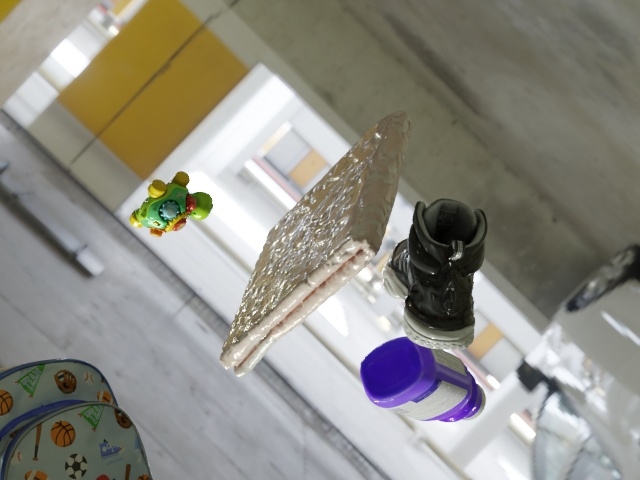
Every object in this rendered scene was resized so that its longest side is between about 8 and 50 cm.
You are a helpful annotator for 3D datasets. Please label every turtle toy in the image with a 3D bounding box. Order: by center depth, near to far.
[{"bbox_3d":[-0.213,-0.049,1.574,0.130,0.095,0.066,-25,-110,-47],"label":"turtle toy"}]

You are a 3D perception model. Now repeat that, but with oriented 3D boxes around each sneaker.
[{"bbox_3d":[0.141,0.015,1.293,0.101,0.153,0.268,6,-160,-6],"label":"sneaker"}]

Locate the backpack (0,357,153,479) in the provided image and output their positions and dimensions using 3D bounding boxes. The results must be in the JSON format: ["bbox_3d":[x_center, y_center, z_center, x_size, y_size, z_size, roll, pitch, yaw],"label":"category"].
[{"bbox_3d":[-0.331,0.272,1.254,0.276,0.213,0.263,-18,-93,-49],"label":"backpack"}]

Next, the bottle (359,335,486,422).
[{"bbox_3d":[0.169,0.221,1.636,0.283,0.118,0.092,28,-143,-54],"label":"bottle"}]

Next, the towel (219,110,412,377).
[{"bbox_3d":[0.000,0.000,1.477,0.053,0.317,0.332,37,-145,-14],"label":"towel"}]
